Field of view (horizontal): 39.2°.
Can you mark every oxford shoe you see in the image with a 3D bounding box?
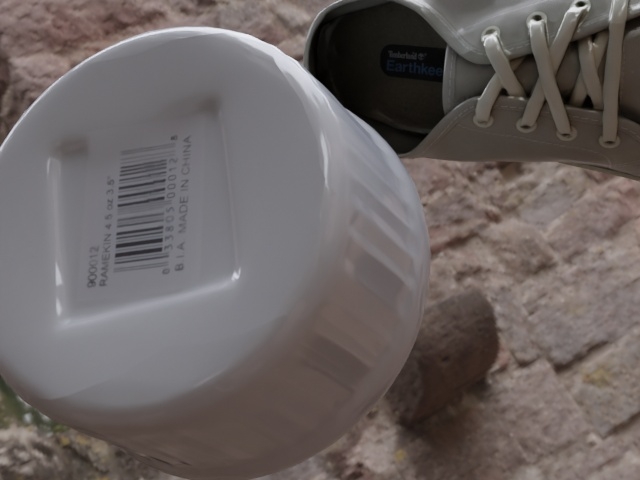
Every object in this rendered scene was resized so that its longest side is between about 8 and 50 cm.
[{"bbox_3d":[0.177,-0.121,0.649,0.450,0.169,0.130,7,18,29],"label":"oxford shoe"}]

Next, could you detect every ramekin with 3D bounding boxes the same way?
[{"bbox_3d":[-0.081,0.004,0.562,0.277,0.277,0.135,-34,-26,6],"label":"ramekin"}]
